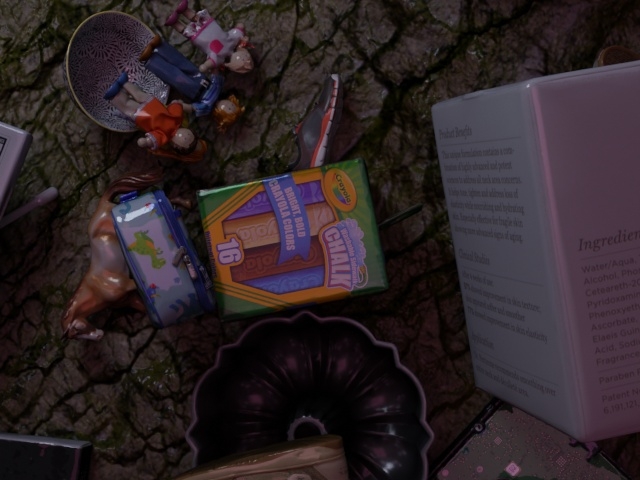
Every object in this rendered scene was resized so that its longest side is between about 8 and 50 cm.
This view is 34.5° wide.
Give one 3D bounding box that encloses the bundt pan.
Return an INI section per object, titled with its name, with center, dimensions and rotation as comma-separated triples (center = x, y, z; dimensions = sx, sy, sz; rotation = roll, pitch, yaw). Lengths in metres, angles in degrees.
[bundt pan]
center = -0.008, 0.257, 1.398
dimensions = 0.330, 0.124, 0.331
rotation = 0, 88, 8

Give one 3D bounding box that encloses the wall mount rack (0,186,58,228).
[wall mount rack]
center = -0.569, -0.048, 1.470
dimensions = 0.304, 0.130, 0.350
rotation = -43, 84, 3

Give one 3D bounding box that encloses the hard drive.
[hard drive]
center = 0.245, 0.383, 1.413
dimensions = 0.237, 0.064, 0.339
rotation = 43, 90, 5

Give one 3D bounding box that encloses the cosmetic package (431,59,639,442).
[cosmetic package]
center = 0.359, -0.011, 1.247
dimensions = 0.327, 0.329, 0.394
rotation = -11, 96, -11

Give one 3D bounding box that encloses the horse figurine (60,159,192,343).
[horse figurine]
center = -0.274, 0.017, 1.473
dimensions = 0.174, 0.066, 0.263
rotation = 2, 88, -3

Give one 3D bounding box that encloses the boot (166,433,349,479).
[boot]
center = -0.076, 0.369, 1.300
dimensions = 0.261, 0.095, 0.204
rotation = -14, 88, 5

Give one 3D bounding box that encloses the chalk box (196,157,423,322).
[chalk box]
center = 0.000, 0.000, 1.401
dimensions = 0.288, 0.180, 0.179
rotation = -10, 85, 4

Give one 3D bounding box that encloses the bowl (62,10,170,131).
[bowl]
center = -0.305, -0.234, 1.473
dimensions = 0.080, 0.170, 0.170
rotation = -4, 85, 48

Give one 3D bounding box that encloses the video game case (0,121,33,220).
[video game case]
center = -0.592, -0.060, 1.391
dimensions = 0.328, 0.036, 0.300
rotation = 20, 86, 4

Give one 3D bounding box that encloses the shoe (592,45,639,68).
[shoe]
center = 0.480, -0.198, 1.456
dimensions = 0.219, 0.058, 0.077
rotation = 34, 68, 2

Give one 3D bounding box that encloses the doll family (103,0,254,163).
[doll family]
center = -0.193, -0.203, 1.451
dimensions = 0.163, 0.118, 0.263
rotation = 38, 57, -12

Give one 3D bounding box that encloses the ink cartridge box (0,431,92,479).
[ink cartridge box]
center = -0.518, 0.356, 1.462
dimensions = 0.370, 0.069, 0.176
rotation = 5, 86, 6

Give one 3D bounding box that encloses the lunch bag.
[lunch bag]
center = -0.208, 0.021, 1.340
dimensions = 0.090, 0.219, 0.176
rotation = -24, 92, -9

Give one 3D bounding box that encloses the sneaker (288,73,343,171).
[sneaker]
center = -0.010, -0.166, 1.477
dimensions = 0.064, 0.061, 0.158
rotation = 14, 85, 12
